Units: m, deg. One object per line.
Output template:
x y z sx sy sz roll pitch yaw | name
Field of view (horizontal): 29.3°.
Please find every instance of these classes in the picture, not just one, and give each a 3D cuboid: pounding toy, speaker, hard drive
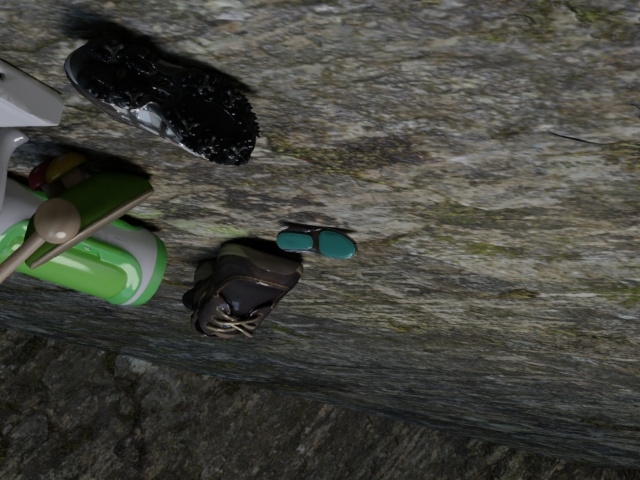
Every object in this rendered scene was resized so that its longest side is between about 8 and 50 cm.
-0.322 -0.049 1.497 0.183 0.110 0.237 -31 -176 29 | pounding toy
-0.371 0.001 1.749 0.296 0.131 0.131 22 164 -36 | speaker
-0.449 -0.169 1.287 0.307 0.040 0.203 3 164 34 | hard drive

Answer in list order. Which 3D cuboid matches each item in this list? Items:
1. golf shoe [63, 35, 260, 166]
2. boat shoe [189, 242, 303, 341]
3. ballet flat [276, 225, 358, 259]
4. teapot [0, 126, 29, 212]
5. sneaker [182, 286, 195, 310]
-0.146 -0.131 1.131 0.198 0.077 0.094 29 170 -33 | golf shoe
-0.119 0.093 1.887 0.132 0.130 0.355 15 167 -13 | boat shoe
0.000 0.000 1.615 0.114 0.041 0.041 8 166 20 | ballet flat
-0.491 -0.033 1.378 0.256 0.187 0.252 8 152 -36 | teapot
-0.180 0.094 2.137 0.170 0.051 0.089 1 163 23 | sneaker
